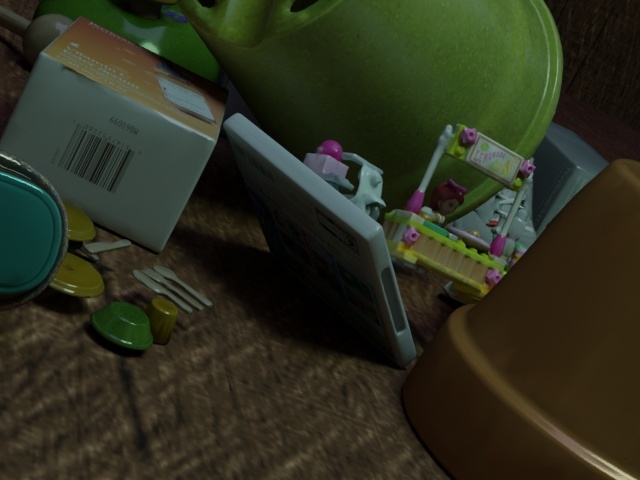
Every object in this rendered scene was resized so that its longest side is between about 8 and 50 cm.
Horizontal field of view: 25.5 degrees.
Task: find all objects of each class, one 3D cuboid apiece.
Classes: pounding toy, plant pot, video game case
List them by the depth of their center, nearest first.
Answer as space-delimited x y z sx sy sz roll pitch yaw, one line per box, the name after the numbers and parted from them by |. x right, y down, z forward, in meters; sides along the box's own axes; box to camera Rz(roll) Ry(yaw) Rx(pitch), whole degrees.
0.226 0.081 0.910 0.291 0.203 0.291 26 14 -7 | plant pot
0.000 0.000 0.968 0.157 0.019 0.143 40 -20 37 | video game case
0.022 -0.174 1.115 0.276 0.276 0.254 39 -1 34 | plant pot
-0.186 -0.222 1.302 0.237 0.110 0.183 0 31 -44 | pounding toy

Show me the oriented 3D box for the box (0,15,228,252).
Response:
-0.144 -0.080 1.000 0.130 0.091 0.170 26 15 -9 | box

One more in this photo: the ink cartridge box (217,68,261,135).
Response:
-0.035 -0.164 1.399 0.127 0.128 0.176 22 16 -18 | ink cartridge box

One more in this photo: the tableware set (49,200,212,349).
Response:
-0.145 0.015 0.825 0.154 0.024 0.104 34 19 17 | tableware set

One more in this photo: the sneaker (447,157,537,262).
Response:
0.164 -0.039 1.353 0.099 0.121 0.262 22 16 -18 | sneaker

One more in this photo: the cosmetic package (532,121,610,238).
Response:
0.248 -0.048 1.523 0.107 0.127 0.238 24 14 -15 | cosmetic package

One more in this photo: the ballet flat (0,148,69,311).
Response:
-0.275 -0.040 0.666 0.316 0.107 0.106 26 -6 -27 | ballet flat

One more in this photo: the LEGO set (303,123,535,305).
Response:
0.113 -0.014 1.074 0.132 0.107 0.287 22 -4 37 | LEGO set
